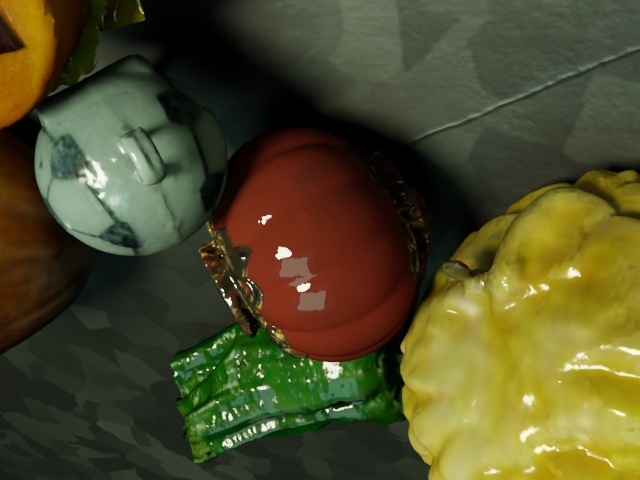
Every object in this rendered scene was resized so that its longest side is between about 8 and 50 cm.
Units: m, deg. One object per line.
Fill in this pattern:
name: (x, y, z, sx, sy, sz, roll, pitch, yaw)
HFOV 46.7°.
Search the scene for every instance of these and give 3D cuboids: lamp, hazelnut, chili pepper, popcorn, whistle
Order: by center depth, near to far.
whistle: (-0.162, -0.066, 0.631, 0.163, 0.163, 0.289, 36, 172, -17)
popcorn: (0.261, 0.117, 0.658, 0.381, 0.349, 0.349, 19, 148, -38)
lamp: (0.000, 0.000, 0.688, 0.226, 0.227, 0.227, 13, 139, 11)
hazelnut: (-0.447, 0.012, 0.841, 0.372, 0.315, 0.372, -3, 160, -1)
chili pepper: (-0.057, 0.158, 0.915, 0.384, 0.213, 0.168, -17, 85, 32)

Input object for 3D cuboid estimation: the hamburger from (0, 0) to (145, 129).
hamburger: (-0.258, -0.237, 0.516, 0.290, 0.225, 0.291, 11, 136, 11)
